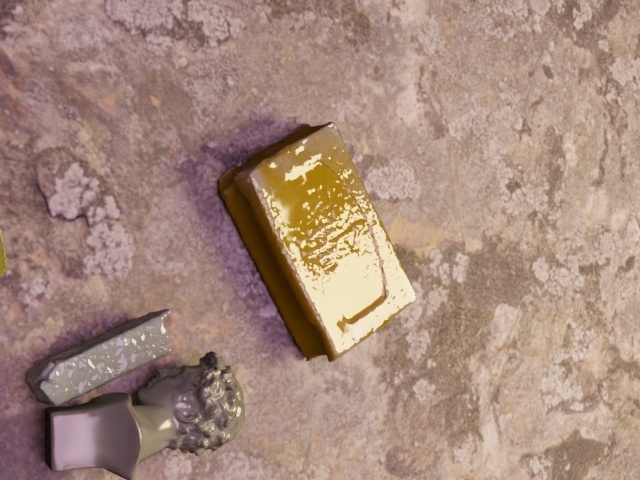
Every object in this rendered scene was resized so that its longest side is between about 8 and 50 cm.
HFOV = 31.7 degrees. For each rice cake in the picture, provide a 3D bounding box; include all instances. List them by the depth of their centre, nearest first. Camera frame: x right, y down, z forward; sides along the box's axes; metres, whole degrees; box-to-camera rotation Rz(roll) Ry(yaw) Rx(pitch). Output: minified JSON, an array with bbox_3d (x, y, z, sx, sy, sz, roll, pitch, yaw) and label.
[{"bbox_3d":[-0.287,0.156,1.487,0.206,0.069,0.063,-24,99,-35],"label":"rice cake"}]

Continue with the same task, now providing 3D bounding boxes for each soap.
[{"bbox_3d":[0.000,0.000,1.673,0.199,0.091,0.315,-33,106,-32],"label":"soap"}]

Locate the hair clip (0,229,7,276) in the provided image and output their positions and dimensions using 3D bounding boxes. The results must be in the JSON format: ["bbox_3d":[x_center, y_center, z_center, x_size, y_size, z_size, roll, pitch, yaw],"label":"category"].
[{"bbox_3d":[-0.438,-0.039,1.414,0.060,0.033,0.188,-25,101,-31],"label":"hair clip"}]

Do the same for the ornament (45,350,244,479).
[{"bbox_3d":[-0.227,0.245,1.490,0.285,0.120,0.130,-18,99,-32],"label":"ornament"}]
